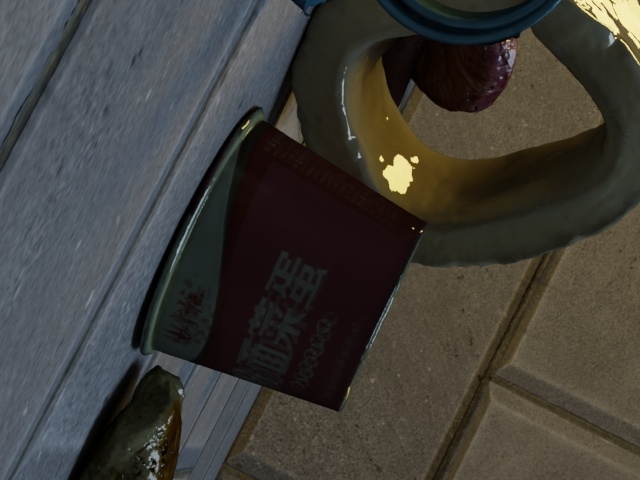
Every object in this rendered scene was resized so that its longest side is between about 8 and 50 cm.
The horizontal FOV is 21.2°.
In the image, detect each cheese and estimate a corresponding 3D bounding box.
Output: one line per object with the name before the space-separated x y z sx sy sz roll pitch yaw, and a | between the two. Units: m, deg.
cheese | 0.154 -0.135 1.567 0.153 0.332 0.292 -63 140 -59

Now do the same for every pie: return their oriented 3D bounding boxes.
pie | -0.162 0.192 1.518 0.193 0.079 0.163 108 6 -75
pie | 0.165 -0.264 2.157 0.054 0.219 0.204 -17 135 -31

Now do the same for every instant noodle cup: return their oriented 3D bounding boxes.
instant noodle cup | -0.026 0.027 1.450 0.235 0.178 0.235 25 90 -86

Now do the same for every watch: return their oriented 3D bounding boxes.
watch | 0.091 -0.220 1.195 0.211 0.193 0.211 -64 175 -10

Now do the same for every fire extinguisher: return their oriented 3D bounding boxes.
fire extinguisher | 0.081 -0.220 2.204 0.268 0.072 0.089 113 -22 -48

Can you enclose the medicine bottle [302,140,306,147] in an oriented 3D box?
medicine bottle | 0.000 0.000 2.029 0.250 0.137 0.141 -62 176 -22
